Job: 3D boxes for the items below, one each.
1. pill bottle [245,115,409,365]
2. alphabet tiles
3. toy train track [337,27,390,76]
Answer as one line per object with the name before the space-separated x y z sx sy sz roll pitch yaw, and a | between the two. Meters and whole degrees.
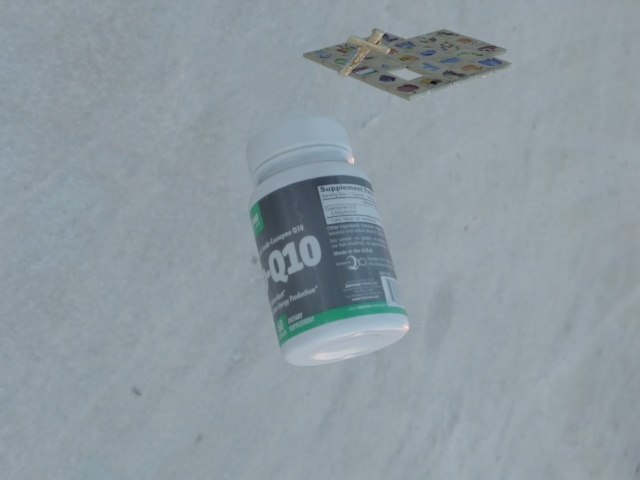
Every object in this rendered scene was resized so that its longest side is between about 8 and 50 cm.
pill bottle | 0.000 0.000 1.421 0.204 0.204 0.360 23 49 -60
alphabet tiles | 0.129 -0.245 1.196 0.237 0.198 0.009 -22 128 -35
toy train track | 0.042 -0.202 0.949 0.048 0.083 0.014 13 60 -24
